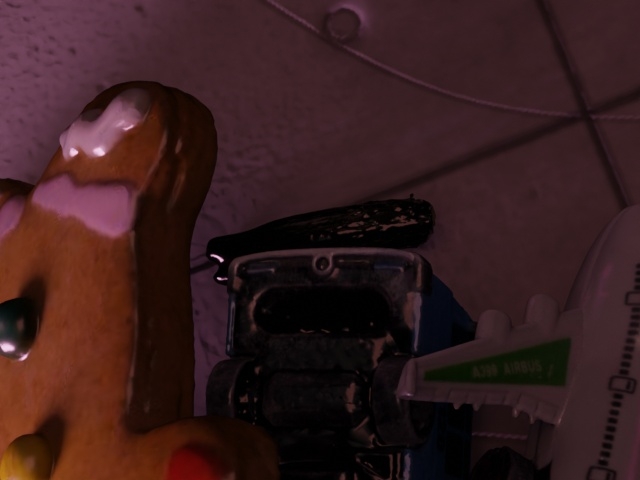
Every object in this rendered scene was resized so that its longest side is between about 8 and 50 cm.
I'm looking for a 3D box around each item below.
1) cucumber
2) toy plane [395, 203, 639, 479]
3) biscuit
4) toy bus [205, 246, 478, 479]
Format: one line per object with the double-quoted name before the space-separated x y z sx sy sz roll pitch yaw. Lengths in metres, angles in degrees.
"cucumber" -0.001 0.000 1.077 0.135 0.034 0.033 -12 73 10
"toy plane" 0.139 0.090 0.960 0.251 0.101 0.255 28 50 -21
"biscuit" -0.127 0.132 0.958 0.283 0.064 0.432 -30 56 42
"toy bus" 0.012 0.129 0.973 0.116 0.133 0.234 -2 75 22
